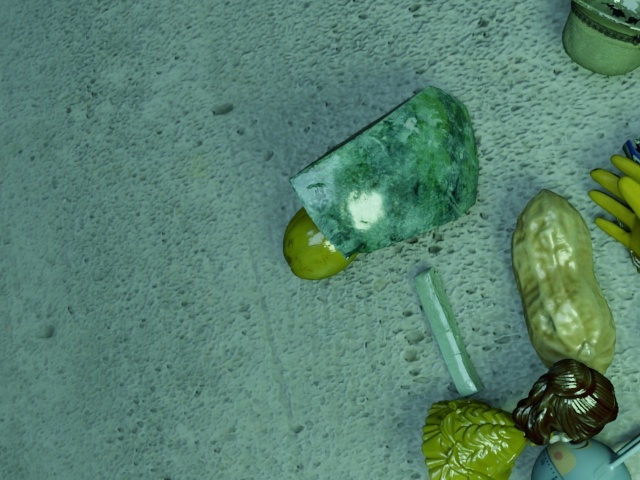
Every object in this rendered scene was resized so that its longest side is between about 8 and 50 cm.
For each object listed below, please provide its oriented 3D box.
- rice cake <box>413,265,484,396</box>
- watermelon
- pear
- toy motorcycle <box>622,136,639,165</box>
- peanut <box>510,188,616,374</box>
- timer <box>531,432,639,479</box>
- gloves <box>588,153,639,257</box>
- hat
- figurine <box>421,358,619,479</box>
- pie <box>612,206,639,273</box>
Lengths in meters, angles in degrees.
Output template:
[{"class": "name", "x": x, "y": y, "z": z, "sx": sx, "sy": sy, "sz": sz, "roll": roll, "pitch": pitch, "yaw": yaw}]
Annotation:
[{"class": "rice cake", "x": 0.234, "y": 0.169, "z": 1.292, "sx": 0.045, "sy": 0.042, "sz": 0.245, "roll": -26, "pitch": 80, "yaw": 35}, {"class": "watermelon", "x": 0.114, "y": -0.120, "z": 1.265, "sx": 0.258, "sy": 0.387, "sz": 0.228, "roll": 4, "pitch": 122, "yaw": 64}, {"class": "pear", "x": 0.000, "y": 0.000, "z": 1.341, "sx": 0.162, "sy": 0.149, "sz": 0.149, "roll": -39, "pitch": 75, "yaw": 12}, {"class": "toy motorcycle", "x": 0.585, "y": -0.190, "z": 1.096, "sx": 0.169, "sy": 0.113, "sz": 0.315, "roll": 22, "pitch": 90, "yaw": 35}, {"class": "peanut", "x": 0.397, "y": 0.075, "z": 1.159, "sx": 0.140, "sy": 0.153, "sz": 0.325, "roll": -13, "pitch": 92, "yaw": 19}, {"class": "timer", "x": 0.446, "y": 0.357, "z": 1.138, "sx": 0.175, "sy": 0.175, "sz": 0.255, "roll": 26, "pitch": 95, "yaw": 22}, {"class": "gloves", "x": 0.503, "y": -0.012, "z": 1.064, "sx": 0.294, "sy": 0.116, "sz": 0.133, "roll": -119, "pitch": 37, "yaw": -44}, {"class": "hat", "x": 0.468, "y": -0.342, "z": 1.124, "sx": 0.257, "sy": 0.257, "sz": 0.130, "roll": 36, "pitch": 138, "yaw": 20}, {"class": "figurine", "x": 0.332, "y": 0.299, "z": 1.129, "sx": 0.315, "sy": 0.187, "sz": 0.168, "roll": -36, "pitch": 91, "yaw": 37}, {"class": "pie", "x": 0.616, "y": -0.032, "z": 1.107, "sx": 0.282, "sy": 0.068, "sz": 0.128, "roll": -19, "pitch": 81, "yaw": 28}]
